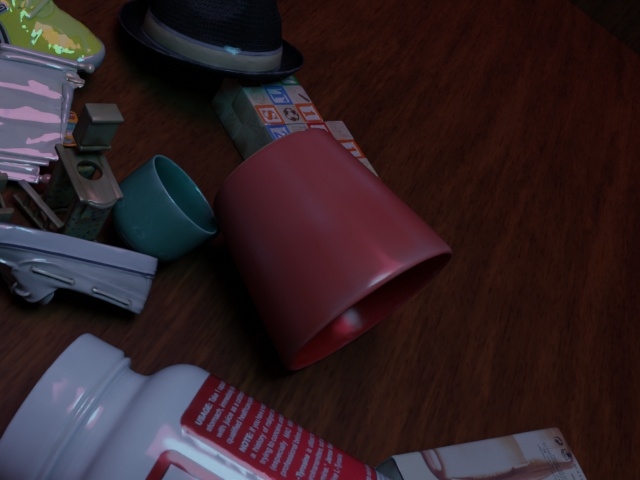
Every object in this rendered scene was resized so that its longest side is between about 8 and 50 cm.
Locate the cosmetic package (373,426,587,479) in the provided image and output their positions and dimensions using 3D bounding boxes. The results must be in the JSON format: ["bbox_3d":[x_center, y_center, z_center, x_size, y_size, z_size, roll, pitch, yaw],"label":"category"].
[{"bbox_3d":[0.187,0.337,0.999,0.296,0.153,0.129,2,52,-37],"label":"cosmetic package"}]

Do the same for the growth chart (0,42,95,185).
[{"bbox_3d":[-0.416,-0.177,1.073,0.172,0.021,0.237,16,58,-16],"label":"growth chart"}]

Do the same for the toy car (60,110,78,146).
[{"bbox_3d":[-0.395,-0.176,1.118,0.122,0.040,0.060,18,45,-23],"label":"toy car"}]

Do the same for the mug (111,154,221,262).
[{"bbox_3d":[-0.208,-0.025,1.066,0.157,0.097,0.129,50,12,-25],"label":"mug"}]

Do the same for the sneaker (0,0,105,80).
[{"bbox_3d":[-0.487,-0.363,1.140,0.385,0.147,0.145,28,40,-14],"label":"sneaker"}]

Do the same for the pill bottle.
[{"bbox_3d":[-0.101,0.267,0.779,0.408,0.229,0.229,31,41,-1],"label":"pill bottle"}]

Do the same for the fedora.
[{"bbox_3d":[-0.170,-0.393,1.320,0.334,0.152,0.334,12,30,-7],"label":"fedora"}]

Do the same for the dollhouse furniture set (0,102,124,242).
[{"bbox_3d":[-0.330,-0.065,0.957,0.161,0.182,0.101,-9,60,-41],"label":"dollhouse furniture set"}]

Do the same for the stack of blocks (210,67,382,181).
[{"bbox_3d":[-0.035,-0.152,1.323,0.171,0.087,0.297,-11,61,-42],"label":"stack of blocks"}]

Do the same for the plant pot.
[{"bbox_3d":[0.000,0.000,1.067,0.275,0.275,0.243,-21,70,-45],"label":"plant pot"}]

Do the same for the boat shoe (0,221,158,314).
[{"bbox_3d":[-0.330,0.033,0.944,0.268,0.096,0.088,15,84,-33],"label":"boat shoe"}]
